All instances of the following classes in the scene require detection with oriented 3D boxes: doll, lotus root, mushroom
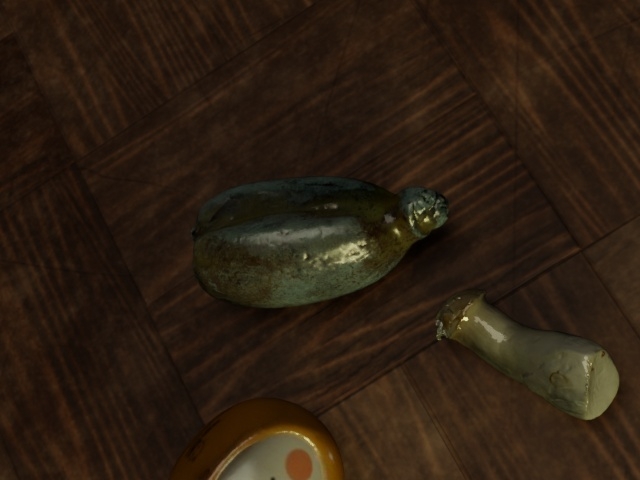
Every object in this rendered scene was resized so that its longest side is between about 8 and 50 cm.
[{"bbox_3d":[-0.054,0.298,1.581,0.213,0.213,0.236,-42,107,1],"label":"doll"},{"bbox_3d":[0.000,0.000,1.688,0.322,0.140,0.158,-6,44,12],"label":"lotus root"},{"bbox_3d":[0.228,0.123,1.581,0.223,0.092,0.081,29,80,35],"label":"mushroom"}]
